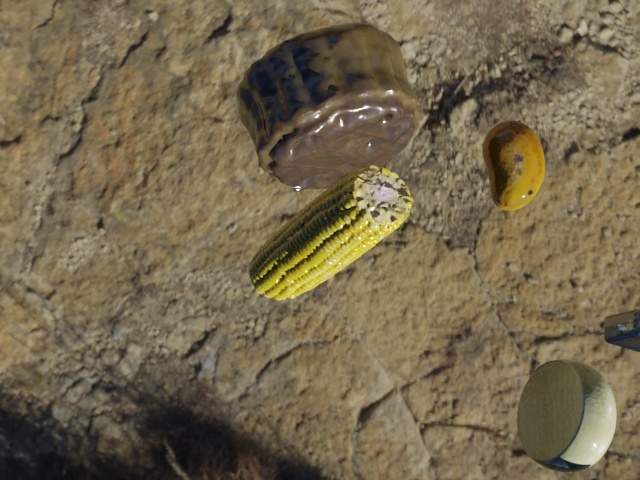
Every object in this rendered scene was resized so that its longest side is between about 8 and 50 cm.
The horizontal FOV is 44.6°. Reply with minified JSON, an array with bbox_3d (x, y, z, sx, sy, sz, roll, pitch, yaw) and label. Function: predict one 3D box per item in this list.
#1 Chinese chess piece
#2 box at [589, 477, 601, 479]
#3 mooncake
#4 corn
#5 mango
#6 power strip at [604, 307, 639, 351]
[{"bbox_3d":[0.551,0.393,1.759,0.101,0.250,0.250,17,121,-19],"label":"Chinese chess piece"},{"bbox_3d":[0.532,0.608,1.616,0.055,0.244,0.103,35,139,9],"label":"box"},{"bbox_3d":[0.020,-0.230,1.414,0.324,0.324,0.187,-28,69,22],"label":"mooncake"},{"bbox_3d":[0.000,0.000,0.859,0.081,0.081,0.248,39,141,-12],"label":"corn"},{"bbox_3d":[0.382,-0.150,1.534,0.115,0.090,0.178,-12,75,14],"label":"mango"},{"bbox_3d":[0.365,0.102,0.830,0.123,0.032,0.056,16,157,-18],"label":"power strip"}]
